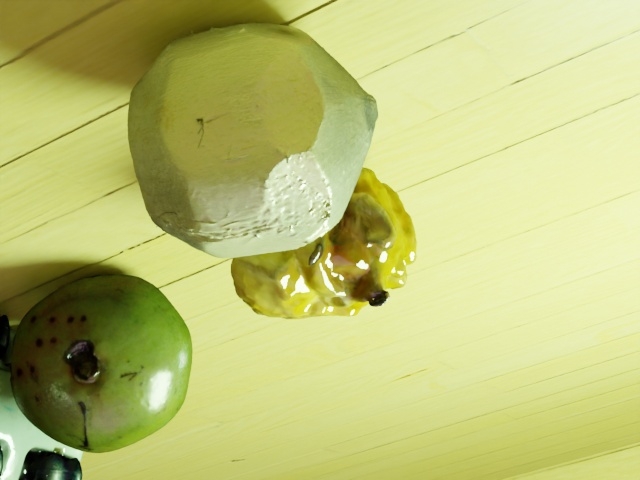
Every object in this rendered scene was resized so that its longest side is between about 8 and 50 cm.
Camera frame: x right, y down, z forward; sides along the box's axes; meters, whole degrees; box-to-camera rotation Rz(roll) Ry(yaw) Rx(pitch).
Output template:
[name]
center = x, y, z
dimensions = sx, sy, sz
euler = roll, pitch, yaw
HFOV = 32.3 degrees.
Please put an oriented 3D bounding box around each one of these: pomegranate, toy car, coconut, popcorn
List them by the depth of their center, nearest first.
[coconut]
center = -0.040, -0.068, 0.767
dimensions = 0.162, 0.161, 0.161
euler = -7, 157, 11
[popcorn]
center = 0.000, 0.000, 0.952
dimensions = 0.167, 0.152, 0.148
euler = -18, 114, -13
[pomegranate]
center = -0.205, 0.119, 1.121
dimensions = 0.179, 0.179, 0.210
euler = -24, 177, 28
[toy car]
center = -0.370, 0.190, 1.176
dimensions = 0.190, 0.188, 0.255
euler = -13, 157, 26
